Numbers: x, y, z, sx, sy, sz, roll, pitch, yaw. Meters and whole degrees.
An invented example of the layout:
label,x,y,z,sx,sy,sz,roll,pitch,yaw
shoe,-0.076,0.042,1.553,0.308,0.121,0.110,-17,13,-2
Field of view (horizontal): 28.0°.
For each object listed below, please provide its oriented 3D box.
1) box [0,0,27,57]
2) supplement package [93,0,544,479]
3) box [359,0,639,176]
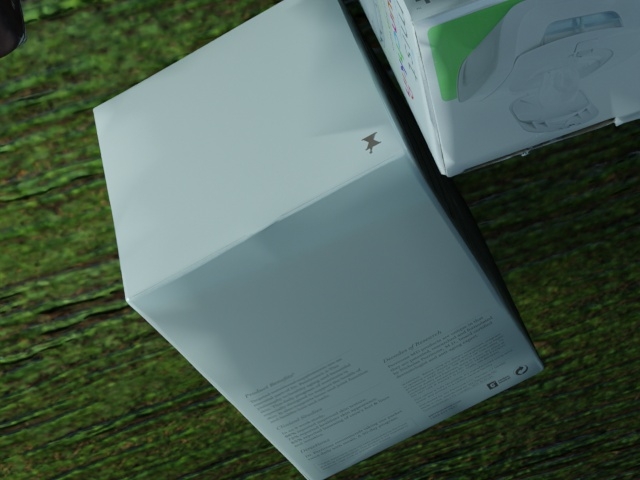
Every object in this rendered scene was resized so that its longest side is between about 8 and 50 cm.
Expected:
label,x,y,z,sx,sy,sz,roll,pitch,yaw
box,-0.282,-0.182,0.669,0.168,0.167,0.203,-25,135,6
supplement package,0.000,0.000,0.920,0.199,0.198,0.262,-28,135,10
box,0.152,-0.187,0.769,0.262,0.231,0.126,-18,136,0
